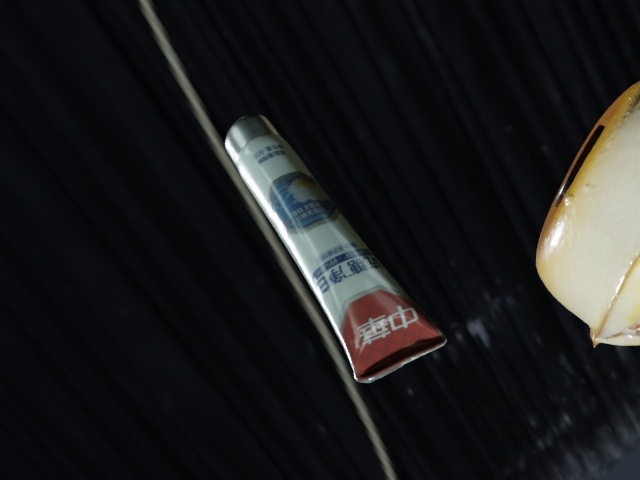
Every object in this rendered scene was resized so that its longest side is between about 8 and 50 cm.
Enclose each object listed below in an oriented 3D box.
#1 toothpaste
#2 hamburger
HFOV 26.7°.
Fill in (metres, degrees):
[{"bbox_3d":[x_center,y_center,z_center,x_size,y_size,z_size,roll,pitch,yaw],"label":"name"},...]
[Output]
[{"bbox_3d":[0.000,0.000,0.881,0.062,0.039,0.239,-24,49,-12],"label":"toothpaste"},{"bbox_3d":[0.255,-0.022,1.027,0.237,0.147,0.237,-60,-4,-7],"label":"hamburger"}]
